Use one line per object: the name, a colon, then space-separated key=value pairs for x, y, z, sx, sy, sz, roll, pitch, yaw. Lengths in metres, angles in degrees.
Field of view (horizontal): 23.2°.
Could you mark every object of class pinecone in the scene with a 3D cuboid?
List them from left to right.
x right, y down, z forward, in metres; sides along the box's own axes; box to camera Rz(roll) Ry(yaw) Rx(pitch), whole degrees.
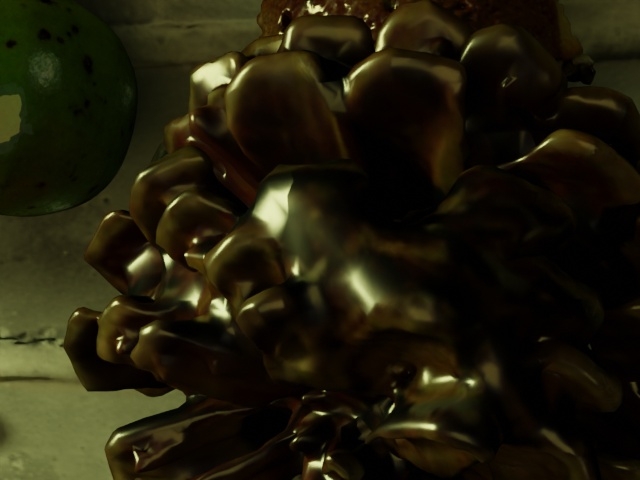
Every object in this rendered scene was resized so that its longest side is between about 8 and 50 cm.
pinecone: x=0.041 y=0.076 z=0.940 sx=0.398 sy=0.398 sz=0.397 roll=4 pitch=112 yaw=10

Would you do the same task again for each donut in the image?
donut: x=0.065 y=-0.143 z=1.045 sx=0.187 sy=0.144 sz=0.126 roll=-13 pitch=88 yaw=43

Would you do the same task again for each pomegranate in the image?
pomegranate: x=-0.213 y=-0.128 z=1.096 sx=0.187 sy=0.187 sz=0.225 roll=8 pitch=85 yaw=9

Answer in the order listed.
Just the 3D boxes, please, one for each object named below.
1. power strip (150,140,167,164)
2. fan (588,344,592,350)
power strip: x=0.000 y=0.000 z=1.155 sx=0.272 sy=0.052 sz=0.078 roll=31 pitch=114 yaw=0
fan: x=0.288 y=0.033 z=1.127 sx=0.233 sy=0.012 sz=0.414 roll=19 pitch=115 yaw=3
